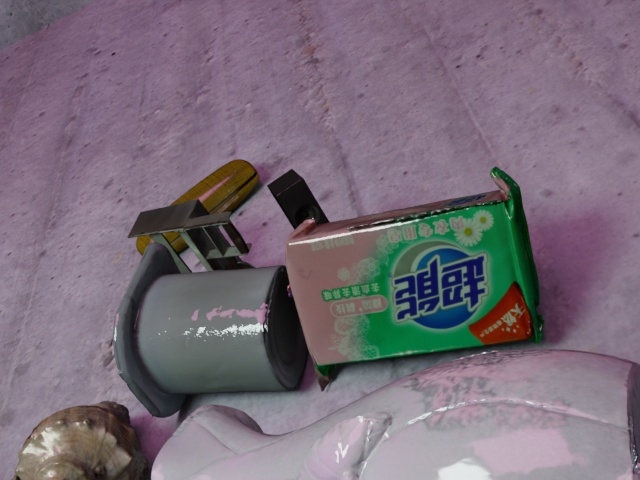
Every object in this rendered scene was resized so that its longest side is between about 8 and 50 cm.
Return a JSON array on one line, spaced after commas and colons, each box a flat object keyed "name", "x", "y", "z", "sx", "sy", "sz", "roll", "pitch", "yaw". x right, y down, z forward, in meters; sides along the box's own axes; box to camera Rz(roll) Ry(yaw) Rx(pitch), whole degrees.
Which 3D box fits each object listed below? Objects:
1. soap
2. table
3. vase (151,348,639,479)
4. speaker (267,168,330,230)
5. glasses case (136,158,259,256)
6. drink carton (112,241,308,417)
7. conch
[{"name": "soap", "x": 0.103, "y": 0.048, "z": 0.909, "sx": 0.273, "sy": 0.217, "sz": 0.098, "roll": -10, "pitch": 13, "yaw": 23}, {"name": "table", "x": -0.159, "y": 0.016, "z": 1.146, "sx": 0.175, "sy": 0.146, "sz": 0.062, "roll": -9, "pitch": 42, "yaw": 26}, {"name": "vase", "x": 0.069, "y": 0.220, "z": 0.695, "sx": 0.445, "sy": 0.250, "sz": 0.250, "roll": -13, "pitch": 40, "yaw": 30}, {"name": "speaker", "x": 0.000, "y": 0.000, "z": 1.013, "sx": 0.040, "sy": 0.191, "sz": 0.046, "roll": -34, "pitch": 29, "yaw": -4}, {"name": "glasses case", "x": -0.201, "y": -0.051, "z": 1.322, "sx": 0.234, "sy": 0.064, "sz": 0.079, "roll": -40, "pitch": 30, "yaw": -11}, {"name": "drink carton", "x": -0.121, "y": 0.118, "z": 0.998, "sx": 0.190, "sy": 0.185, "sz": 0.191, "roll": -2, "pitch": 43, "yaw": 17}, {"name": "conch", "x": -0.290, "y": 0.263, "z": 0.953, "sx": 0.178, "sy": 0.163, "sz": 0.245, "roll": -11, "pitch": 8, "yaw": 1}]
